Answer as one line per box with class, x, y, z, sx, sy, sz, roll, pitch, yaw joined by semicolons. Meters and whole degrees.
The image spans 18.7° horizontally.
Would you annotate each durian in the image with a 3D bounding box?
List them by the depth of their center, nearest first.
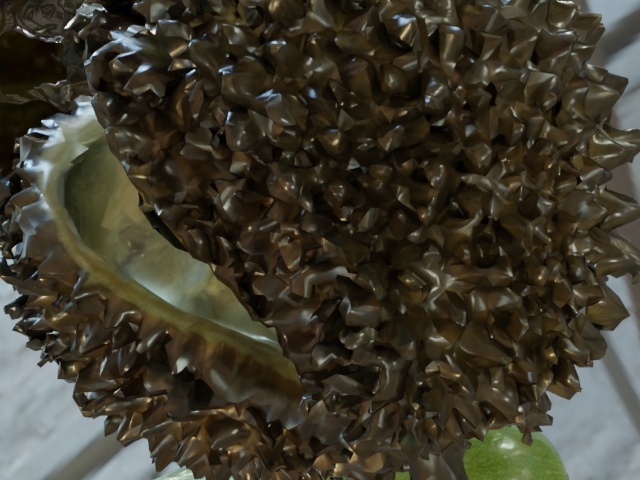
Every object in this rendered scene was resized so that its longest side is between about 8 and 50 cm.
durian;0.000;0.000;0.538;0.167;0.196;0.196;-19;32;-21

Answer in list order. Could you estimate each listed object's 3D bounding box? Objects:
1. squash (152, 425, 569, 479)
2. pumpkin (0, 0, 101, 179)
squash;-0.025;0.177;1.200;0.370;0.118;0.118;-8;38;-8
pumpkin;-0.063;-0.056;0.714;0.130;0.254;0.149;41;90;28
